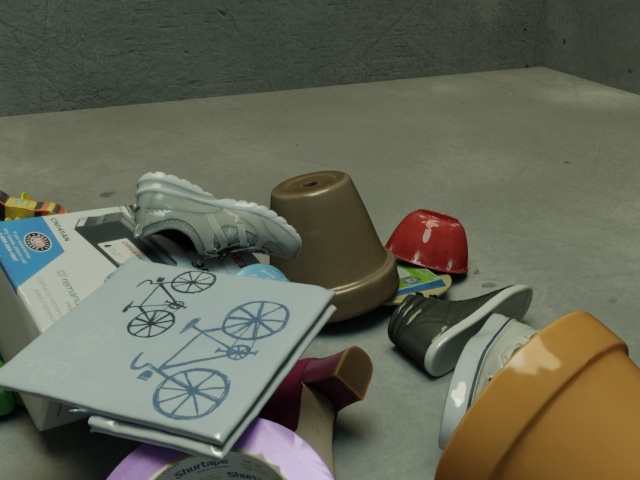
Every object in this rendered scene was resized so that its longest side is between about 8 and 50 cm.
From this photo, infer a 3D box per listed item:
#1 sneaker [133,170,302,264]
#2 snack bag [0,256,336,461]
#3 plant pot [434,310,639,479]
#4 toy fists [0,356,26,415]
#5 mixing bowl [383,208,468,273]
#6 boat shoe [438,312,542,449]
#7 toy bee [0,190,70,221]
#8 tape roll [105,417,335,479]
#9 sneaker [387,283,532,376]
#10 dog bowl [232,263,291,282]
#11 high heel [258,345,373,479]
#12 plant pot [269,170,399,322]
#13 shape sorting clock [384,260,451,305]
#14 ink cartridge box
[{"bbox_3d":[-0.166,-0.008,1.288,0.282,0.115,0.105,18,-20,-19],"label":"sneaker"},{"bbox_3d":[-0.193,0.129,1.022,0.343,0.037,0.323,8,31,22],"label":"snack bag"},{"bbox_3d":[0.302,0.255,0.940,0.291,0.290,0.203,-20,46,-38],"label":"plant pot"},{"bbox_3d":[-0.469,0.191,1.303,0.142,0.096,0.279,6,24,27],"label":"toy fists"},{"bbox_3d":[0.231,-0.006,1.682,0.182,0.098,0.181,15,11,-3],"label":"mixing bowl"},{"bbox_3d":[0.289,0.218,1.203,0.157,0.135,0.367,13,17,22],"label":"boat shoe"},{"bbox_3d":[-0.696,-0.055,1.797,0.299,0.162,0.195,-12,27,-25],"label":"toy bee"},{"bbox_3d":[-0.107,0.324,0.856,0.275,0.090,0.274,-4,47,4],"label":"tape roll"},{"bbox_3d":[0.241,0.124,1.429,0.296,0.104,0.147,-24,37,-35],"label":"sneaker"},{"bbox_3d":[-0.130,0.165,1.190,0.297,0.165,0.074,-43,42,-23],"label":"dog bowl"},{"bbox_3d":[-0.060,0.298,1.098,0.181,0.127,0.377,-32,10,41],"label":"high heel"},{"bbox_3d":[0.000,0.000,1.517,0.263,0.229,0.263,-12,20,4],"label":"plant pot"},{"bbox_3d":[0.153,0.087,1.599,0.206,0.040,0.206,-8,18,3],"label":"shape sorting clock"},{"bbox_3d":[-0.295,0.091,1.282,0.395,0.166,0.285,-11,47,-40],"label":"ink cartridge box"}]
